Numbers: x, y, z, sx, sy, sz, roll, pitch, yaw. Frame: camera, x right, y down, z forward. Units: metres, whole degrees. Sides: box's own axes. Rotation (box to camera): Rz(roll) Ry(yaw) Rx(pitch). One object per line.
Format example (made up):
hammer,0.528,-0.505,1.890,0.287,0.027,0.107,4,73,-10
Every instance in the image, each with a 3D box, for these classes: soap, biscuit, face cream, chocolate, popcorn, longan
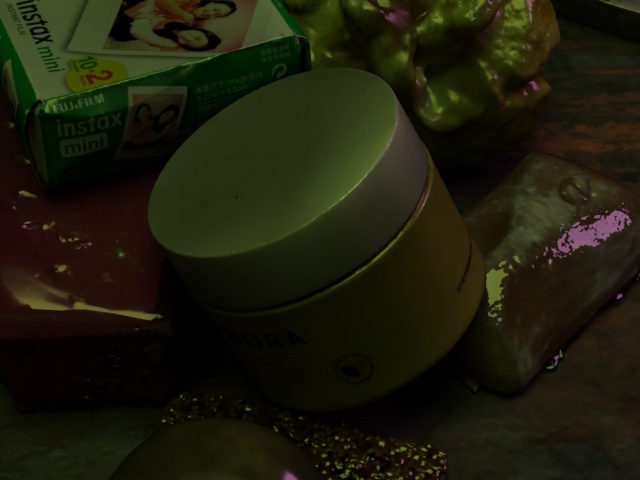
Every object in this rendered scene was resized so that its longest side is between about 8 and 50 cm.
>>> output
soap,-0.207,-0.010,1.543,0.220,0.127,0.325,2,43,1
biscuit,-0.027,0.186,1.398,0.237,0.026,0.131,12,44,14
face cream,0.000,0.000,1.432,0.218,0.179,0.218,-21,35,15
chocolate,0.175,0.008,1.533,0.161,0.083,0.261,25,51,28
popcorn,0.075,-0.201,1.648,0.282,0.247,0.282,-6,52,7
longan,-0.074,0.228,1.272,0.185,0.159,0.204,19,84,5

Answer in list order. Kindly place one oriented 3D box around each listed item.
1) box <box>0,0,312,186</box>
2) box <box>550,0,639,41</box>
box,-0.148,-0.149,1.527,0.250,0.103,0.180,-15,43,-17
box,0.258,-0.255,1.833,0.218,0.039,0.055,22,50,24
